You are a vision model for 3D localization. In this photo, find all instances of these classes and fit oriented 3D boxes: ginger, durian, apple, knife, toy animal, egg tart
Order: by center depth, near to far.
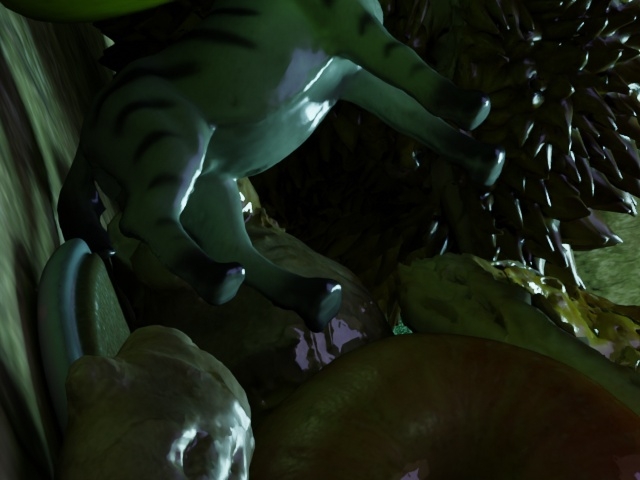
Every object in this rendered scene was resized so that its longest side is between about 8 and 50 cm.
[{"bbox_3d":[-0.010,0.140,0.377,0.089,0.075,0.288,60,7,-58],"label":"ginger"},{"bbox_3d":[-0.026,0.147,0.453,0.061,0.027,0.343,34,33,-65],"label":"knife"},{"bbox_3d":[0.041,0.124,0.582,0.199,0.199,0.199,162,-90,-90],"label":"apple"},{"bbox_3d":[-0.027,-0.062,0.648,0.176,0.217,0.073,34,-37,25],"label":"toy animal"},{"bbox_3d":[-0.022,0.049,0.708,0.157,0.102,0.216,62,5,35],"label":"ginger"},{"bbox_3d":[0.143,0.096,0.755,0.107,0.291,0.291,-63,-177,7],"label":"egg tart"},{"bbox_3d":[0.041,-0.113,0.951,0.384,0.348,0.347,-107,179,-65],"label":"durian"}]

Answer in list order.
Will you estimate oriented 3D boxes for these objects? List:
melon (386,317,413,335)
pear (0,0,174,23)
[{"bbox_3d":[0.000,0.000,1.365,0.182,0.182,0.287,72,-1,-65],"label":"melon"},{"bbox_3d":[-0.012,-0.238,0.532,0.342,0.318,0.238,69,-3,-50],"label":"pear"}]
